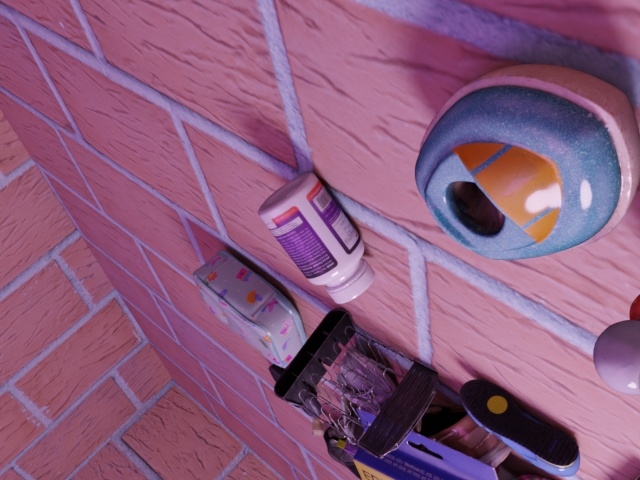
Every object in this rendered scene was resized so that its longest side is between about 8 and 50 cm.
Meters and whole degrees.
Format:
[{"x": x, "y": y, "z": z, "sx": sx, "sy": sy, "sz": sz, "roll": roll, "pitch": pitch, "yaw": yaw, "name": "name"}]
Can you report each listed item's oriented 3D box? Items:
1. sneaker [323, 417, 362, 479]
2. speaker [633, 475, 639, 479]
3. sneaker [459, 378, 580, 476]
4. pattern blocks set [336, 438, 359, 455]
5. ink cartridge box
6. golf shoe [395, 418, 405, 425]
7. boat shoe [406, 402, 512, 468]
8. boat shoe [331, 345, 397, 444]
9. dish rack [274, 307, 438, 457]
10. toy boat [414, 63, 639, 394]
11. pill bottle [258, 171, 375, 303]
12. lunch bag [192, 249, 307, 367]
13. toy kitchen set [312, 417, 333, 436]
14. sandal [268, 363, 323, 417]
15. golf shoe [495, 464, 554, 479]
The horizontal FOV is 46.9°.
[{"x": 0.092, "y": 0.541, "z": 1.906, "sx": 0.227, "sy": 0.087, "sz": 0.130, "roll": 21, "pitch": 144, "yaw": 44, "name": "sneaker"}, {"x": 0.450, "y": 0.375, "z": 1.050, "sx": 0.055, "sy": 0.055, "sz": 0.136, "roll": 37, "pitch": 156, "yaw": 21, "name": "speaker"}, {"x": 0.307, "y": 0.300, "z": 1.158, "sx": 0.209, "sy": 0.069, "sz": 0.082, "roll": 32, "pitch": 157, "yaw": 32, "name": "sneaker"}, {"x": 0.162, "y": 0.521, "z": 1.672, "sx": 0.285, "sy": 0.026, "sz": 0.325, "roll": 16, "pitch": 164, "yaw": 38, "name": "pattern blocks set"}, {"x": 0.203, "y": 0.470, "z": 1.326, "sx": 0.303, "sy": 0.072, "sz": 0.307, "roll": 12, "pitch": 137, "yaw": 45, "name": "ink cartridge box"}, {"x": 0.227, "y": 0.429, "z": 1.526, "sx": 0.198, "sy": 0.077, "sz": 0.094, "roll": 39, "pitch": 140, "yaw": 11, "name": "golf shoe"}, {"x": 0.215, "y": 0.352, "z": 1.359, "sx": 0.116, "sy": 0.123, "sz": 0.324, "roll": 53, "pitch": 148, "yaw": -5, "name": "boat shoe"}, {"x": 0.086, "y": 0.332, "z": 1.548, "sx": 0.118, "sy": 0.103, "sz": 0.320, "roll": 35, "pitch": 155, "yaw": 25, "name": "boat shoe"}, {"x": 0.069, "y": 0.260, "z": 1.343, "sx": 0.271, "sy": 0.208, "sz": 0.074, "roll": 22, "pitch": 159, "yaw": 44, "name": "dish rack"}, {"x": 0.222, "y": -0.011, "z": 0.688, "sx": 0.318, "sy": 0.148, "sz": 0.267, "roll": 46, "pitch": 157, "yaw": 3, "name": "toy boat"}, {"x": 0.000, "y": 0.000, "z": 1.146, "sx": 0.193, "sy": 0.108, "sz": 0.108, "roll": 54, "pitch": 156, "yaw": -15, "name": "pill bottle"}, {"x": -0.159, "y": 0.156, "z": 1.682, "sx": 0.279, "sy": 0.108, "sz": 0.224, "roll": 35, "pitch": 160, "yaw": 30, "name": "lunch bag"}, {"x": 0.020, "y": 0.490, "z": 2.025, "sx": 0.083, "sy": 0.075, "sz": 0.068, "roll": 1, "pitch": 136, "yaw": 4, "name": "toy kitchen set"}, {"x": -0.063, "y": 0.387, "z": 1.985, "sx": 0.254, "sy": 0.054, "sz": 0.097, "roll": 30, "pitch": 147, "yaw": 55, "name": "sandal"}, {"x": 0.339, "y": 0.480, "z": 1.349, "sx": 0.140, "sy": 0.115, "sz": 0.306, "roll": 54, "pitch": 158, "yaw": -24, "name": "golf shoe"}]
